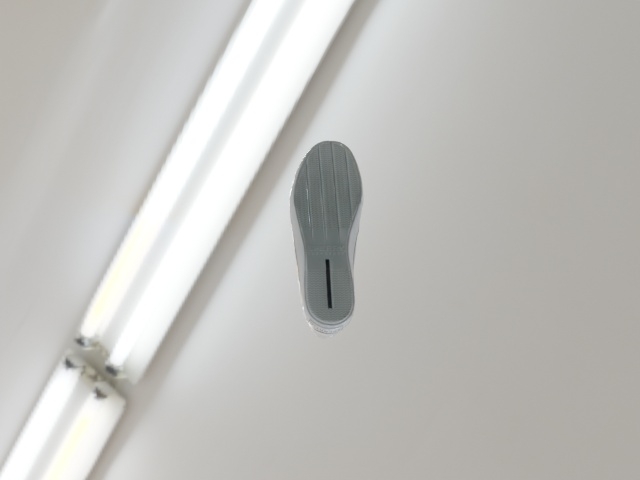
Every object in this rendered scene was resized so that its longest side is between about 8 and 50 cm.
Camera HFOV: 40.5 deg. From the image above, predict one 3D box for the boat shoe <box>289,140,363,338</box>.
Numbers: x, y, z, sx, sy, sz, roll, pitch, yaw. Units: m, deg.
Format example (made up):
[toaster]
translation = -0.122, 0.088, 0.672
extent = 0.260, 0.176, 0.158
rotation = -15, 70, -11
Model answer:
[boat shoe]
translation = 0.000, 0.000, 0.975
extent = 0.083, 0.076, 0.226
rotation = 8, -114, -6
